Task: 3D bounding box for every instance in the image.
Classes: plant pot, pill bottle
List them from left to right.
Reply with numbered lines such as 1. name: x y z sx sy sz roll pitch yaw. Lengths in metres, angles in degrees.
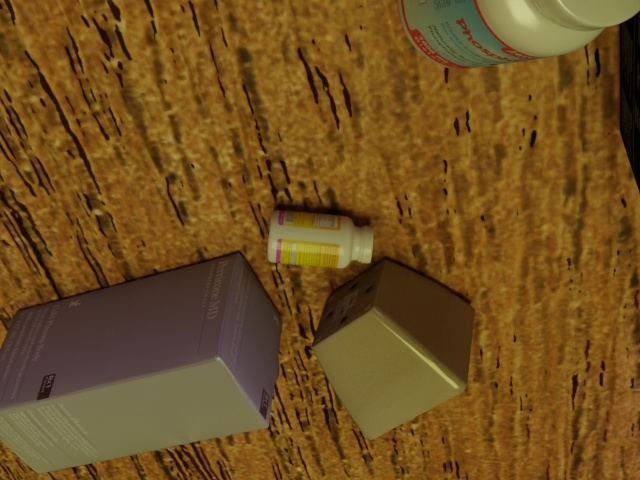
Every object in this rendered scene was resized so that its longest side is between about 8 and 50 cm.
1. pill bottle: 0.000 0.000 0.732 0.083 0.043 0.043 6 133 0
2. plant pot: 0.056 0.083 0.771 0.109 0.109 0.096 -35 110 31
3. pill bottle: 0.110 -0.143 0.504 0.087 0.160 0.087 -2 97 -17

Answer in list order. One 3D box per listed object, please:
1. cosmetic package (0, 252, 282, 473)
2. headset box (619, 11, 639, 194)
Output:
1. cosmetic package: -0.160 0.109 0.791 0.238 0.127 0.107 -18 129 18
2. headset box: 0.248 -0.079 0.478 0.131 0.283 0.246 -7 131 11
